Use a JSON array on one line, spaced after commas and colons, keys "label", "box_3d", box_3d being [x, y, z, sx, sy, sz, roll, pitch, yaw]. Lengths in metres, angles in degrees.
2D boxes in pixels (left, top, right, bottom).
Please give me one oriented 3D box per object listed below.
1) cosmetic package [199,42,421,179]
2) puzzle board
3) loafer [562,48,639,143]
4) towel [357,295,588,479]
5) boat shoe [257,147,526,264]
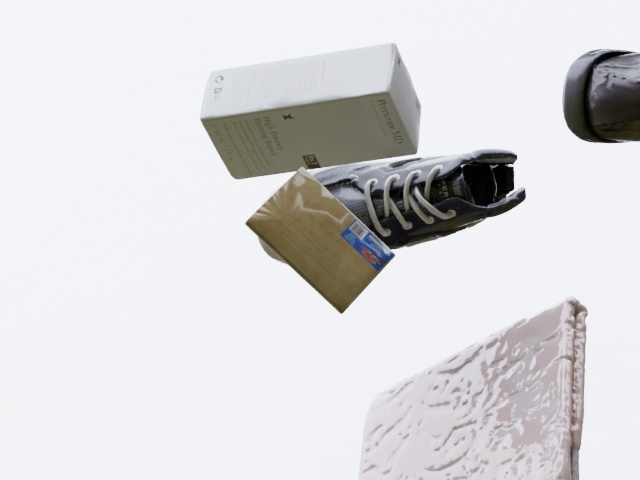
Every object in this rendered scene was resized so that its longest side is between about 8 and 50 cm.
[{"label": "cosmetic package", "box_3d": [-0.009, -0.148, 2.013, 0.231, 0.085, 0.117, -7, -39, 19]}, {"label": "puzzle board", "box_3d": [0.000, 0.000, 1.680, 0.096, 0.128, 0.011, -46, -2, -38]}, {"label": "loafer", "box_3d": [0.336, -0.131, 1.537, 0.095, 0.109, 0.302, 7, 14, 44]}, {"label": "towel", "box_3d": [0.175, 0.249, 2.051, 0.332, 0.317, 0.053, -30, -55, 33]}, {"label": "boat shoe", "box_3d": [0.095, -0.053, 2.147, 0.340, 0.127, 0.158, -15, -2, -34]}]
